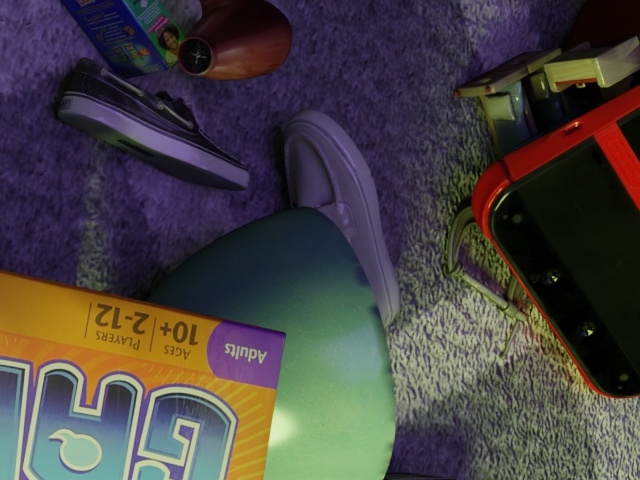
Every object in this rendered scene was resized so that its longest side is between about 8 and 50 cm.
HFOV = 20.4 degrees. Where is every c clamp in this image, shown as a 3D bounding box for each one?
[{"bbox_3d":[0.197,0.040,2.075,0.161,0.022,0.137,41,66,-31],"label":"c clamp"}]

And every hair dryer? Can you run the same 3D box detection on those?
[{"bbox_3d":[-0.119,-0.248,1.741,0.224,0.080,0.293,31,31,-33],"label":"hair dryer"}]

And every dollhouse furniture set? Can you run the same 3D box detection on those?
[{"bbox_3d":[0.273,-0.144,2.035,0.129,0.184,0.129,-30,107,-34],"label":"dollhouse furniture set"}]

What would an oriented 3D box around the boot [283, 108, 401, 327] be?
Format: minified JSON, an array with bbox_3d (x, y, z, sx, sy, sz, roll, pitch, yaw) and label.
[{"bbox_3d":[0.000,0.000,1.869,0.123,0.095,0.258,-37,113,-43],"label":"boot"}]

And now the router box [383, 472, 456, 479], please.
[{"bbox_3d":[0.004,0.371,1.878,0.309,0.081,0.243,6,85,-38],"label":"router box"}]

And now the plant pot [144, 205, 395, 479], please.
[{"bbox_3d":[-0.079,0.125,1.711,0.195,0.290,0.290,-11,96,-23],"label":"plant pot"}]

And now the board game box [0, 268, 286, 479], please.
[{"bbox_3d":[-0.296,0.213,1.473,0.356,0.356,0.356,15,80,-37],"label":"board game box"}]

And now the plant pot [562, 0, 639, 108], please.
[{"bbox_3d":[0.452,-0.238,2.137,0.267,0.236,0.267,44,57,-28],"label":"plant pot"}]

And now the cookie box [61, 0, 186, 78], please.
[{"bbox_3d":[-0.190,-0.214,1.733,0.040,0.092,0.107,-51,118,-30],"label":"cookie box"}]

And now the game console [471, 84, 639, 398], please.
[{"bbox_3d":[0.394,-0.006,2.058,0.342,0.060,0.386,-31,123,11],"label":"game console"}]

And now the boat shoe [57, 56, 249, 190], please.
[{"bbox_3d":[-0.155,-0.114,1.767,0.219,0.078,0.070,27,74,-33],"label":"boat shoe"}]
